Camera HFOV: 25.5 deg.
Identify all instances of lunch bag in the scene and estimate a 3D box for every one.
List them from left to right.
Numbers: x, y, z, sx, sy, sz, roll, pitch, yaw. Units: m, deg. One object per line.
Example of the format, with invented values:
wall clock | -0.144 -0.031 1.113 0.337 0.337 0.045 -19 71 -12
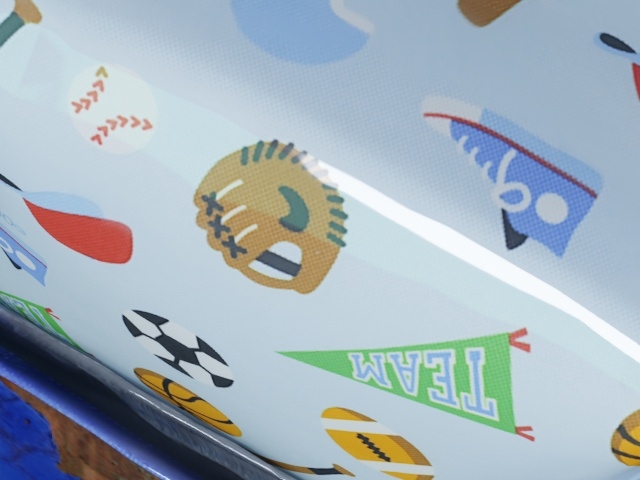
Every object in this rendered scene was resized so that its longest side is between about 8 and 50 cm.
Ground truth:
lunch bag | 0.000 0.000 0.608 0.328 0.239 0.385 30 155 3
